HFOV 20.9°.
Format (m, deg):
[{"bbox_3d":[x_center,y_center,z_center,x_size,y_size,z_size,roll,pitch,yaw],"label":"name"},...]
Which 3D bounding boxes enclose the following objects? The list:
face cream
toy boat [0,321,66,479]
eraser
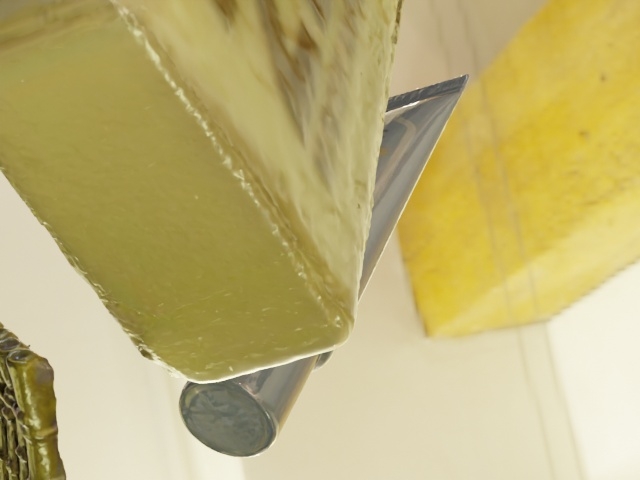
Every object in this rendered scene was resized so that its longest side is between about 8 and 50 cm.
[{"bbox_3d":[0.000,0.000,1.244,0.135,0.385,0.086,-13,-59,32],"label":"face cream"},{"bbox_3d":[-0.113,0.086,0.650,0.063,0.016,0.115,28,-54,55],"label":"toy boat"},{"bbox_3d":[-0.028,-0.064,0.451,0.117,0.058,0.172,55,30,-34],"label":"eraser"}]
